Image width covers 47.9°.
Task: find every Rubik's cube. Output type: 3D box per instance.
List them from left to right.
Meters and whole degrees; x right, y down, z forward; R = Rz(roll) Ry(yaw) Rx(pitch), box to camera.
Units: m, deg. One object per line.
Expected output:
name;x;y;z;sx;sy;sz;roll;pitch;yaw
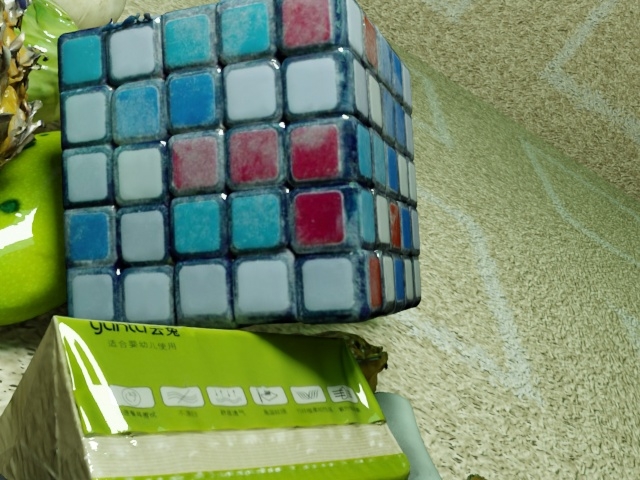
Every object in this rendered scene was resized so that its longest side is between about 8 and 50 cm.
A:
Rubik's cube;-0.064;-0.059;0.740;0.293;0.292;0.287;9;78;-74

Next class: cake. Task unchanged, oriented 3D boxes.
cake;-0.013;0.170;0.894;0.185;0.116;0.080;-13;42;-16

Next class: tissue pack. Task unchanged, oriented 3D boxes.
tissue pack;-0.103;0.186;0.579;0.274;0.200;0.167;9;39;-41

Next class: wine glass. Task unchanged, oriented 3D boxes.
wine glass;0.086;0.275;0.770;0.103;0.103;0.231;23;27;-25

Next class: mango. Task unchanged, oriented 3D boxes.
mango;-0.298;-0.013;0.743;0.175;0.143;0.293;36;36;2

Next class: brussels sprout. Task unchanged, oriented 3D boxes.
brussels sprout;-0.413;-0.242;0.954;0.223;0.161;0.223;7;36;-5

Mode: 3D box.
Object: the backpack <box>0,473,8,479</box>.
backpack;-0.246;0.263;0.248;0.363;0.255;0.446;6;32;-41

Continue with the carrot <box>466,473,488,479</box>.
carrot;0.206;0.381;0.812;0.049;0.049;0.254;22;35;-27

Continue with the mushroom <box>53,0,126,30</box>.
mushroom;-0.435;-0.477;1.202;0.260;0.234;0.254;33;31;-7

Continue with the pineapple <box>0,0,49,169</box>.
pineapple;-0.408;-0.174;0.618;0.352;0.352;0.300;-99;168;-54
